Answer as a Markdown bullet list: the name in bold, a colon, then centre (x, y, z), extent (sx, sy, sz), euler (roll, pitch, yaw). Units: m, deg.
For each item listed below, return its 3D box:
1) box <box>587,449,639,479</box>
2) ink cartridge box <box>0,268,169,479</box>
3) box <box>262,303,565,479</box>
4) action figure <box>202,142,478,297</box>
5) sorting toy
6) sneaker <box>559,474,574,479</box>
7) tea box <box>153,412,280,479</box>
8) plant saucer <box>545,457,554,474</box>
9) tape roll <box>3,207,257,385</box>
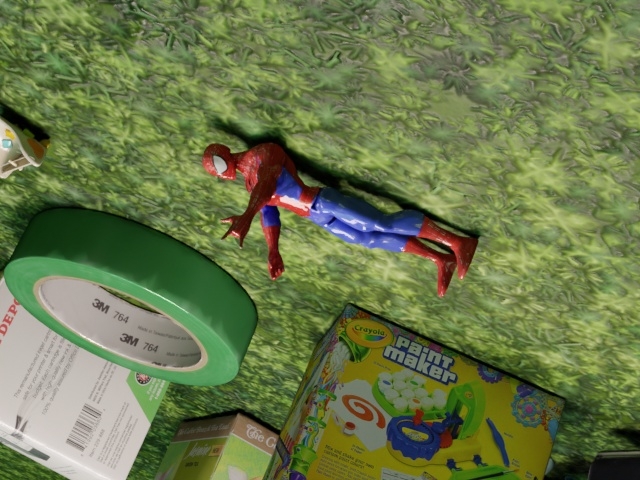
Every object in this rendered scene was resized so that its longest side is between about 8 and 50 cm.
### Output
- **box**: centre (0.600, 0.442, 1.471), extent (0.472, 0.297, 0.480), euler (29, 154, -28)
- **ink cartridge box**: centre (-0.380, 0.197, 1.895), extent (0.289, 0.211, 0.121), euler (34, 154, -21)
- **box**: centre (0.096, 0.276, 1.588), extent (0.290, 0.279, 0.177), euler (25, 154, -3)
- **action figure**: centre (0.000, 0.000, 1.302), extent (0.280, 0.139, 0.091), euler (27, 153, -5)
- **sorting toy**: centre (-0.344, -0.113, 1.460), extent (0.075, 0.045, 0.083), euler (45, 148, -26)
- **sneaker**: centre (0.304, 0.357, 1.737), extent (0.237, 0.085, 0.086), euler (-29, 87, 23)
- **tea box**: centre (-0.110, 0.493, 2.123), extent (0.329, 0.323, 0.220), euler (33, 153, -22)
- **plant saucer**: centre (0.254, 0.296, 1.800), extent (0.119, 0.021, 0.119), euler (18, 155, 9)
- **tape roll**: centre (-0.241, 0.078, 1.706), extent (0.321, 0.077, 0.321), euler (17, 154, 9)
